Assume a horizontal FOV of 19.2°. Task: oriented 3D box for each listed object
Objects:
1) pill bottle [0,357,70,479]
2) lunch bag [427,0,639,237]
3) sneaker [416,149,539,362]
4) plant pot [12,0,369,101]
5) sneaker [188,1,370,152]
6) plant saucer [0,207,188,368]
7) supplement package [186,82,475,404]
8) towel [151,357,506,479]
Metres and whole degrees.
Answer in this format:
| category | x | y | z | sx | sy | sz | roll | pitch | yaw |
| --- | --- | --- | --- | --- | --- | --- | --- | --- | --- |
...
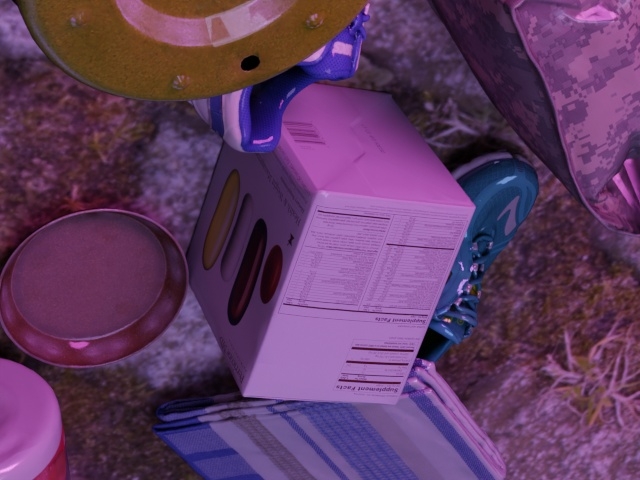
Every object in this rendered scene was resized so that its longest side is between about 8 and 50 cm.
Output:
| category | x | y | z | sx | sy | sz | roll | pitch | yaw |
| --- | --- | --- | --- | --- | --- | --- | --- | --- | --- |
| pill bottle | -0.301 | 0.273 | 1.679 | 0.176 | 0.176 | 0.318 | -13 | 128 | -15 |
| lunch bag | 0.204 | -0.165 | 1.549 | 0.169 | 0.235 | 0.287 | -29 | 130 | -5 |
| sneaker | 0.121 | 0.042 | 1.743 | 0.107 | 0.110 | 0.275 | 19 | 113 | -33 |
| plant pot | -0.115 | -0.288 | 1.194 | 0.367 | 0.353 | 0.366 | -15 | 142 | -12 |
| sneaker | 0.009 | -0.192 | 1.486 | 0.112 | 0.131 | 0.296 | 7 | 133 | -51 |
| plant saucer | -0.199 | 0.036 | 1.648 | 0.168 | 0.029 | 0.168 | -10 | 127 | -13 |
| supplement package | 0.000 | 0.000 | 1.605 | 0.149 | 0.194 | 0.203 | 5 | 120 | -26 |
| towel | 0.011 | 0.188 | 1.762 | 0.285 | 0.034 | 0.209 | -12 | 141 | 24 |
